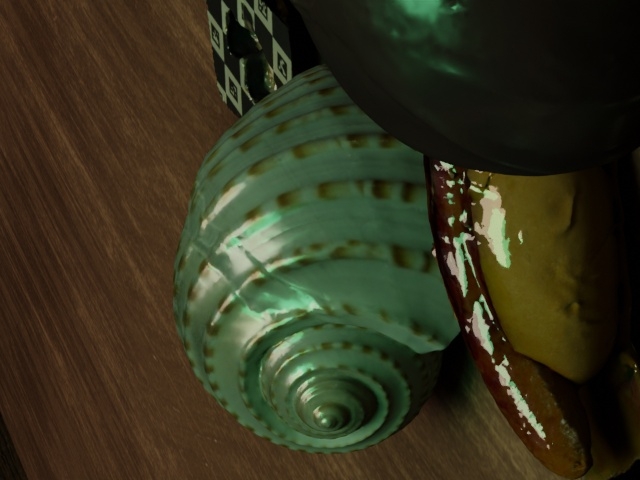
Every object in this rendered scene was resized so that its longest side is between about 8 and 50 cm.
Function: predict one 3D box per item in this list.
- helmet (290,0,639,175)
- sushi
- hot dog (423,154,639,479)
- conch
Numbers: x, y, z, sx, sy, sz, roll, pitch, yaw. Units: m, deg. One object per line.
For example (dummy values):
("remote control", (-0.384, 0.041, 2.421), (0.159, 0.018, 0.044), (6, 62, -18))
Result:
("helmet", (0.100, -0.143, 1.033), (0.305, 0.225, 0.177), (31, 140, 54))
("sushi", (-0.049, -0.175, 1.667), (0.210, 0.040, 0.192), (50, 153, 47))
("hot dog", (0.136, 0.013, 1.160), (0.194, 0.107, 0.326), (137, 120, -71))
("conch", (-0.013, 0.004, 1.437), (0.319, 0.215, 0.303), (62, 144, 35))
